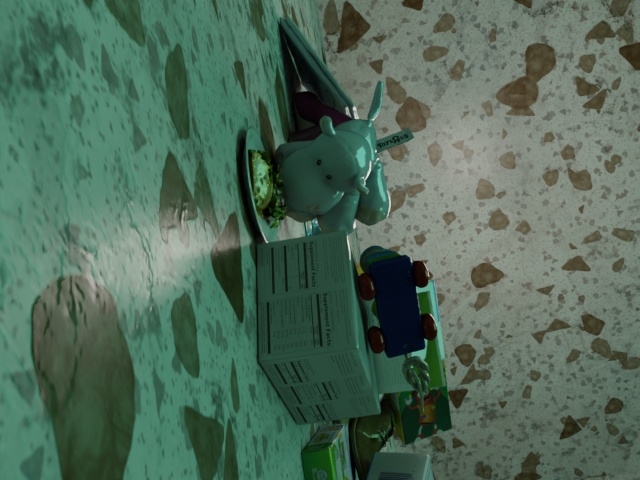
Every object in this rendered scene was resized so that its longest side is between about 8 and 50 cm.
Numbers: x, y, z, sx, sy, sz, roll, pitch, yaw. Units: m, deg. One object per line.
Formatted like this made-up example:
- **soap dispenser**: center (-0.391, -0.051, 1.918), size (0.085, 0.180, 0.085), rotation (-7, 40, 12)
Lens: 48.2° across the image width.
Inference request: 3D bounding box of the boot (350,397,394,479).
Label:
- **boot**: center (0.140, 0.529, 1.932), size (0.305, 0.115, 0.112), rotation (-83, 167, -59)

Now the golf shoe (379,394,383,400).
- **golf shoe**: center (0.091, 0.298, 1.926), size (0.140, 0.115, 0.306), rotation (24, 49, -72)

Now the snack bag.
- **snack bag**: center (0.015, -0.393, 1.901), size (0.323, 0.037, 0.342), rotation (55, -2, 19)

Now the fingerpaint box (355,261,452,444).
- **fingerpaint box**: center (0.221, 0.311, 2.140), size (0.445, 0.163, 0.371), rotation (-125, -159, -62)

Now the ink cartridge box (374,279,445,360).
- **ink cartridge box**: center (0.114, 0.183, 1.506), size (0.232, 0.168, 0.171), rotation (-17, -102, 55)

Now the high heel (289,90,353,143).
- **high heel**: center (0.026, -0.294, 1.786), size (0.377, 0.181, 0.127), rotation (-89, 168, -57)

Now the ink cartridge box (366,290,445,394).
- **ink cartridge box**: center (0.087, 0.210, 1.299), size (0.097, 0.255, 0.189), rotation (70, 13, -59)

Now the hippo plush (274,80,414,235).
- **hippo plush**: center (0.047, -0.114, 1.307), size (0.234, 0.294, 0.236), rotation (58, 10, -9)

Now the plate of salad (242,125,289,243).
- **plate of salad**: center (-0.084, -0.085, 1.148), size (0.200, 0.048, 0.200), rotation (-10, 90, -83)

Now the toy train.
- **toy train**: center (0.118, 0.133, 1.142), size (0.143, 0.105, 0.248), rotation (-122, -160, -74)

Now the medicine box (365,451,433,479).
- **medicine box**: center (0.194, 0.716, 1.743), size (0.263, 0.149, 0.289), rotation (-58, 141, -59)

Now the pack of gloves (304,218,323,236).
- **pack of gloves**: center (0.000, 0.000, 1.760), size (0.195, 0.046, 0.232), rotation (54, 27, -77)

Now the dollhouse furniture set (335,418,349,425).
- **dollhouse furniture set**: center (0.034, 0.331, 1.671), size (0.151, 0.123, 0.144), rotation (-58, 156, -20)

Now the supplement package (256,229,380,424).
- **supplement package**: center (0.001, 0.145, 1.138), size (0.262, 0.145, 0.204), rotation (72, 11, -55)

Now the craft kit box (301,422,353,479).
- **craft kit box**: center (0.026, 0.478, 1.291), size (0.246, 0.060, 0.250), rotation (49, 32, -82)
